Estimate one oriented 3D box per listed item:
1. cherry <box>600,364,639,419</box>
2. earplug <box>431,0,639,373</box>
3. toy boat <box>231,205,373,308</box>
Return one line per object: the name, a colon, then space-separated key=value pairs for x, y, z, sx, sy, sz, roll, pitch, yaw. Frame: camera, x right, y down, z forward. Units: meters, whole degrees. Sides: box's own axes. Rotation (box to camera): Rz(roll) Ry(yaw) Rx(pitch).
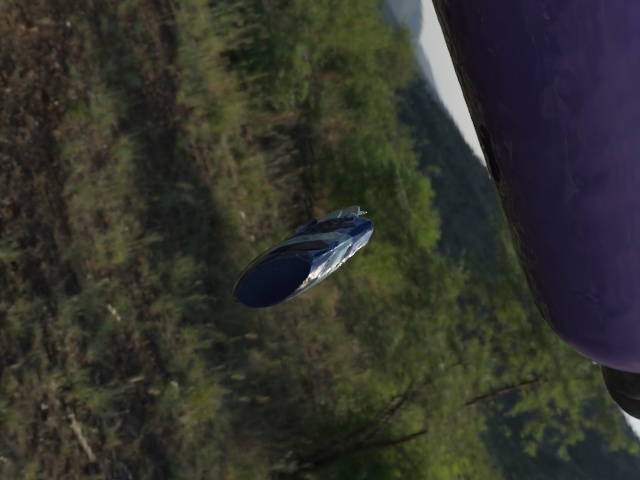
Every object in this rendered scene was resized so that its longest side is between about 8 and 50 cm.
cherry: x=0.470 y=0.171 z=1.216 sx=0.176 sy=0.140 sz=0.176 roll=-14 pitch=90 yaw=-80
earplug: x=0.187 y=-0.092 z=0.528 sx=0.215 sy=0.215 sz=0.456 roll=-98 pitch=168 yaw=-49
toy boat: x=-0.027 y=0.016 z=1.160 sx=0.070 sy=0.210 sz=0.291 roll=60 pitch=4 yaw=-8
